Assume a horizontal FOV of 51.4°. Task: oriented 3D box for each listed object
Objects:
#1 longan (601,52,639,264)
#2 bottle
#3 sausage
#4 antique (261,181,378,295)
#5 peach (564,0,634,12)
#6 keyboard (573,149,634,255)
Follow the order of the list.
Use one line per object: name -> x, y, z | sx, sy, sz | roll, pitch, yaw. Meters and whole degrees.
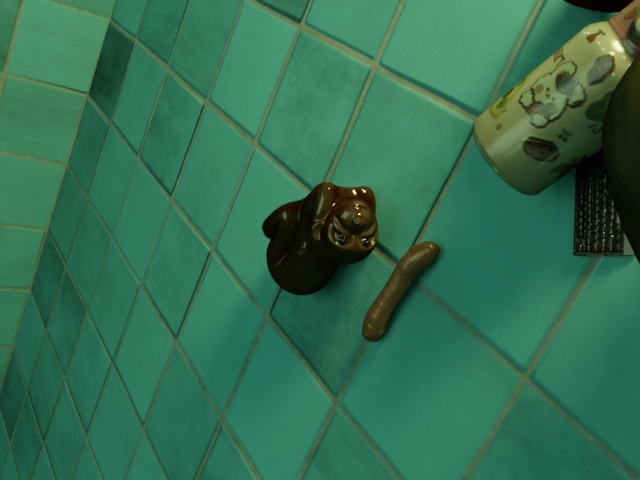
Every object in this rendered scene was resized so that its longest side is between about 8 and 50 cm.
longan -> 0.356, -0.051, 0.531 | 0.243, 0.301, 0.299 | 140, 128, -67
bottle -> 0.294, -0.164, 0.718 | 0.253, 0.121, 0.120 | -42, 54, 34
sausage -> 0.113, 0.073, 0.979 | 0.043, 0.043, 0.186 | 53, 123, 41
antique -> 0.000, 0.000, 1.066 | 0.257, 0.121, 0.143 | -29, 65, 45
peach -> 0.321, -0.300, 0.725 | 0.172, 0.127, 0.092 | 31, 112, 46
keyboard -> 0.328, -0.079, 0.765 | 0.074, 0.015, 0.196 | -1, 84, 50
